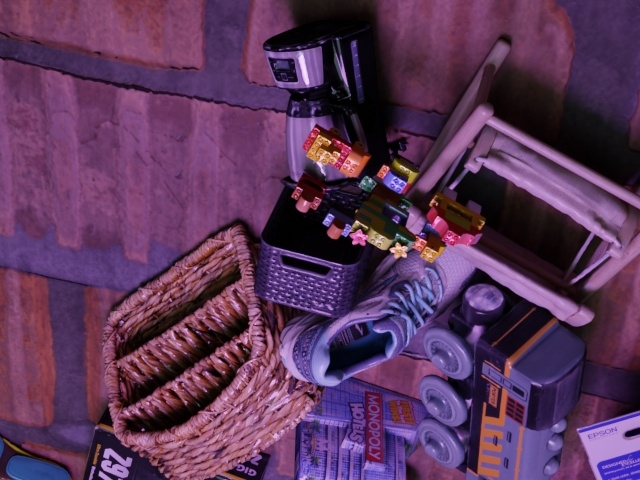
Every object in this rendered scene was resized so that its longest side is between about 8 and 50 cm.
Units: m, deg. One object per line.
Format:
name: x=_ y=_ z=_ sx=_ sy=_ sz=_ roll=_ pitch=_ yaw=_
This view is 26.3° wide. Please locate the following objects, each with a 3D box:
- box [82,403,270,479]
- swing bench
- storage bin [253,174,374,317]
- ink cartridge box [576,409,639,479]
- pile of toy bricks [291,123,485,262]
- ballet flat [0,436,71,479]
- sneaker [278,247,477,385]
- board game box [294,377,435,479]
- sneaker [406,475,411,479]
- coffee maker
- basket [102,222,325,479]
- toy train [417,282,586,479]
box: x=-0.241 y=0.412 z=2.104 sx=0.257 sy=0.079 sz=0.322 roll=22 pitch=128 yaw=3
swing bench: x=0.240 y=-0.044 z=1.584 sx=0.253 sy=0.165 sz=0.254 roll=29 pitch=128 yaw=-5
storage bin: x=0.000 y=0.000 z=1.676 sx=0.122 sy=0.180 sz=0.084 roll=15 pitch=128 yaw=6
ink cartridge box: x=0.459 y=0.318 z=1.778 sx=0.176 sy=0.069 sz=0.371 roll=-19 pitch=129 yaw=12
pile of toy bricks: x=0.061 y=-0.026 z=1.480 sx=0.212 sy=0.105 sz=0.118 roll=29 pitch=124 yaw=-5
ballet flat: x=-0.499 y=0.352 z=2.145 sx=0.231 sy=0.077 sz=0.077 roll=27 pitch=144 yaw=-5
sneaker: x=0.091 y=0.095 z=1.686 sx=0.283 sy=0.122 sz=0.110 roll=-35 pitch=111 yaw=-10
board game box: x=0.065 y=0.267 z=1.866 sx=0.194 sy=0.194 sz=0.060 roll=9 pitch=128 yaw=-7
sneaker: x=0.037 y=0.425 z=2.021 sx=0.112 sy=0.121 sz=0.299 roll=19 pitch=133 yaw=-34
coffee maker: x=0.016 y=-0.164 z=1.592 sx=0.120 sy=0.171 sz=0.178 roll=0 pitch=110 yaw=23
basket: x=-0.158 y=0.166 z=1.820 sx=0.299 sy=0.213 sz=0.223 roll=-32 pitch=111 yaw=32
toy train: x=0.229 y=0.204 z=1.733 sx=0.190 sy=0.142 sz=0.334 roll=34 pitch=143 yaw=32
